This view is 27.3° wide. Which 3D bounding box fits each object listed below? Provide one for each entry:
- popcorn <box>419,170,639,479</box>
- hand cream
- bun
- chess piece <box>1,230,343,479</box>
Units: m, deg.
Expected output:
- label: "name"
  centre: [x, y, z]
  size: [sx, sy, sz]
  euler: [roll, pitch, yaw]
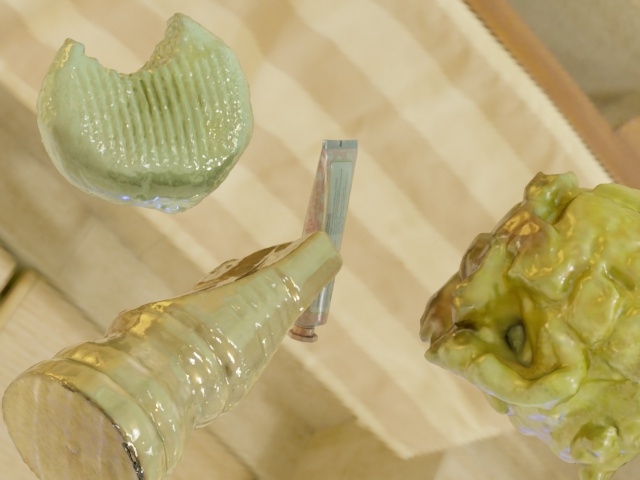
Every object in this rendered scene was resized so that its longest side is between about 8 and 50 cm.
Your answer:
- label: "popcorn"
  centre: [0.232, 0.069, 1.163]
  size: [0.237, 0.293, 0.293]
  euler: [45, 137, -8]
- label: "hand cream"
  centre: [0.000, 0.000, 1.331]
  size: [0.043, 0.067, 0.209]
  euler: [18, 102, 32]
- label: "bun"
  centre: [-0.174, -0.124, 1.305]
  size: [0.213, 0.203, 0.126]
  euler: [12, 160, -16]
- label: "chess piece"
  centre: [-0.100, 0.083, 1.045]
  size: [0.137, 0.301, 0.137]
  euler: [21, 130, 27]
